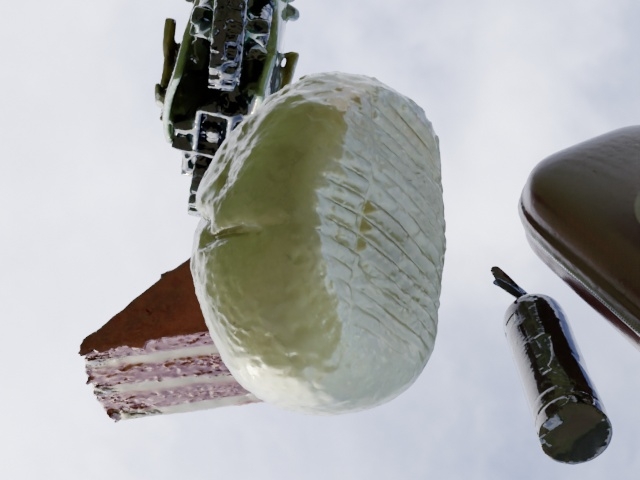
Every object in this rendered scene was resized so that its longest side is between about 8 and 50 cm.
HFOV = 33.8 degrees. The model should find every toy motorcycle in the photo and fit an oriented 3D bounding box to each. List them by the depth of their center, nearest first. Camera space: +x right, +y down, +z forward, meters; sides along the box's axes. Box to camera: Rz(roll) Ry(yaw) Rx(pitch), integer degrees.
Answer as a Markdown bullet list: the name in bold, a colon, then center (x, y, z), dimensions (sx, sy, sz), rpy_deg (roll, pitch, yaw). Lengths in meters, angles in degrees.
- **toy motorcycle**: center (-0.116, -0.203, 1.287), dimensions (0.168, 0.410, 0.237), rpy_deg (14, -121, -4)

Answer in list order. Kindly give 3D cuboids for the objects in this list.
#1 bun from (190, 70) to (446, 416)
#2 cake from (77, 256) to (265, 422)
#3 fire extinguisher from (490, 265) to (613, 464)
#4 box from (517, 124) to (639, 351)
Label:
- **bun**: center (0.000, 0.000, 0.552), dimensions (0.111, 0.164, 0.188), rpy_deg (-8, -115, 34)
- **cake**: center (-0.052, 0.096, 0.908), dimensions (0.262, 0.158, 0.159), rpy_deg (-37, -117, -23)
- **fire extinguisher**: center (0.231, 0.116, 1.104), dimensions (0.072, 0.089, 0.268), rpy_deg (-49, -161, 22)
- **box**: center (0.390, 0.014, 1.090), dimensions (0.263, 0.108, 0.404), rpy_deg (-21, -138, -20)
